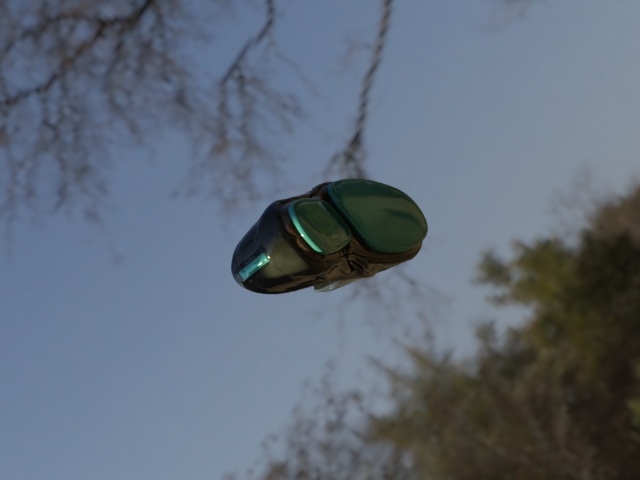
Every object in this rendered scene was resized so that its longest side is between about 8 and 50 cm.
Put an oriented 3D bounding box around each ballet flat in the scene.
[{"bbox_3d":[0.000,0.000,1.686,0.096,0.095,0.280,-39,-14,22],"label":"ballet flat"}]
